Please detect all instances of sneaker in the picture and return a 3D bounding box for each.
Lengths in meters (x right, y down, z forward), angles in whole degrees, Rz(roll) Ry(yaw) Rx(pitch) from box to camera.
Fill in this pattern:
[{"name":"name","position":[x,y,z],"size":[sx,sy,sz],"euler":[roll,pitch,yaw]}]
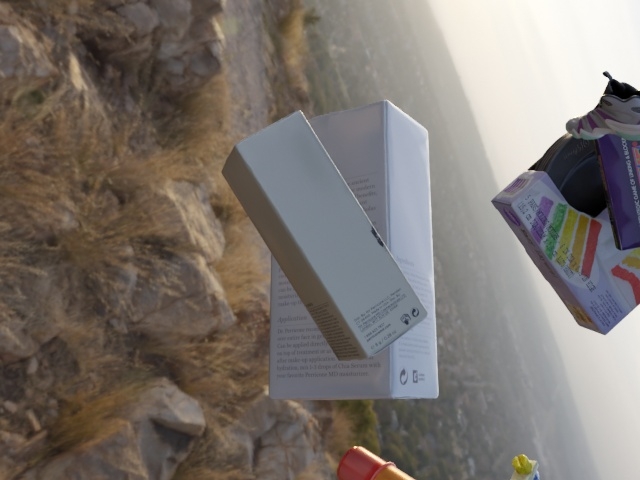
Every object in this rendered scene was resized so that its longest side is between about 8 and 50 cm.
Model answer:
[{"name":"sneaker","position":[0.289,-0.139,0.689],"size":[0.038,0.098,0.069],"euler":[-39,119,-27]}]

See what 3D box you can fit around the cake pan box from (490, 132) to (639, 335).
[{"name":"cake pan box","position":[0.408,-0.042,0.966],"size":[0.267,0.245,0.070],"euler":[51,-5,-15]}]

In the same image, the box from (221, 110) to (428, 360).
[{"name":"box","position":[0.000,0.000,0.786],"size":[0.275,0.094,0.113],"euler":[59,-20,0]}]

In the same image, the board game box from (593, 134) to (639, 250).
[{"name":"board game box","position":[0.428,-0.083,0.849],"size":[0.048,0.140,0.171],"euler":[-12,89,-75]}]

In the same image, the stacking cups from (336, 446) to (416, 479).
[{"name":"stacking cups","position":[0.159,0.388,0.957],"size":[0.316,0.096,0.096],"euler":[27,-13,37]}]

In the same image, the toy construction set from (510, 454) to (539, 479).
[{"name":"toy construction set","position":[0.304,0.527,1.102],"size":[0.151,0.328,0.215],"euler":[40,-6,-25]}]

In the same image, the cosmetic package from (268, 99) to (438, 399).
[{"name":"cosmetic package","position":[0.051,0.028,1.111],"size":[0.161,0.229,0.454],"euler":[18,68,-53]}]
